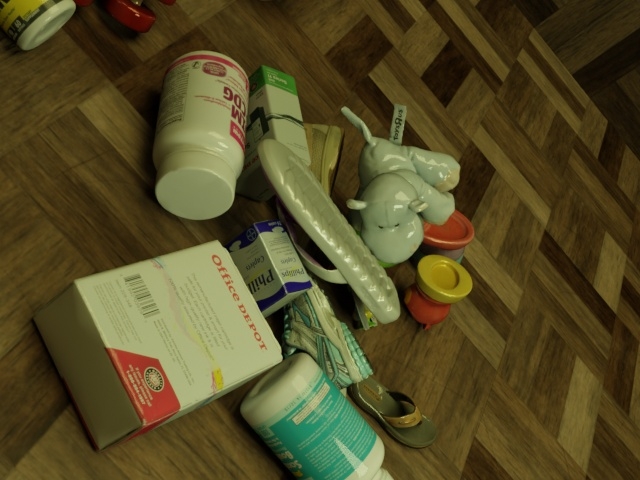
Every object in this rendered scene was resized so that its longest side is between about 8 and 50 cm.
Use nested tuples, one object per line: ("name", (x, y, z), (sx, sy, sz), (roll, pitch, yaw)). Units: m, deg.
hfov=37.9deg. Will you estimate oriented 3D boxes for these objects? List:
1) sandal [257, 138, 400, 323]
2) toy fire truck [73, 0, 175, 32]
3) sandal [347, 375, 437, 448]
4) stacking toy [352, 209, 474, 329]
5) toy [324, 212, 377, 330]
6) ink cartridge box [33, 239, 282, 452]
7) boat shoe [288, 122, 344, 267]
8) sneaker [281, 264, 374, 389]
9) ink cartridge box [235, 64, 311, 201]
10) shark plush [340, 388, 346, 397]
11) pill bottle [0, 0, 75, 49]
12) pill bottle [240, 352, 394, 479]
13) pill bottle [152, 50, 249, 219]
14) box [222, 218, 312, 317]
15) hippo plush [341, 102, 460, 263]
("sandal", (-0.001, 0.006, 1.660), (0.416, 0.102, 0.169), (52, 17, -19))
("toy fire truck", (-0.403, -0.542, 1.741), (0.302, 0.169, 0.254), (19, 25, -40))
("sandal", (0.145, 0.312, 1.747), (0.219, 0.060, 0.090), (43, 38, -17))
("stacking toy", (0.184, 0.032, 2.021), (0.279, 0.130, 0.309), (22, 38, -1))
("toy", (0.047, 0.063, 1.824), (0.137, 0.056, 0.237), (2, 67, -76))
("ink cartridge box", (-0.233, 0.148, 1.386), (0.306, 0.131, 0.226), (-16, 74, -54))
("boat shoe", (-0.035, -0.091, 1.835), (0.110, 0.122, 0.341), (12, 53, 2))
("sneaker", (-0.029, 0.148, 1.640), (0.283, 0.122, 0.110), (53, -7, 33))
("ink cartridge box", (-0.110, -0.202, 1.785), (0.086, 0.153, 0.209), (17, 50, -40))
("shark plush", (0.018, 0.229, 1.700), (0.067, 0.073, 0.161), (56, 11, -44))
("pill bottle", (-0.514, -0.427, 1.529), (0.208, 0.119, 0.119), (48, 36, -9))
("pill bottle", (0.003, 0.321, 1.505), (0.264, 0.146, 0.146), (50, 36, -6))
("pill bottle", (-0.211, -0.186, 1.650), (0.160, 0.160, 0.283), (29, 44, -32))
("box", (-0.103, 0.054, 1.611), (0.072, 0.126, 0.137), (-12, 71, -53))
("hippo plush", (0.164, -0.087, 1.796), (0.237, 0.234, 0.294), (-92, 178, -63))
